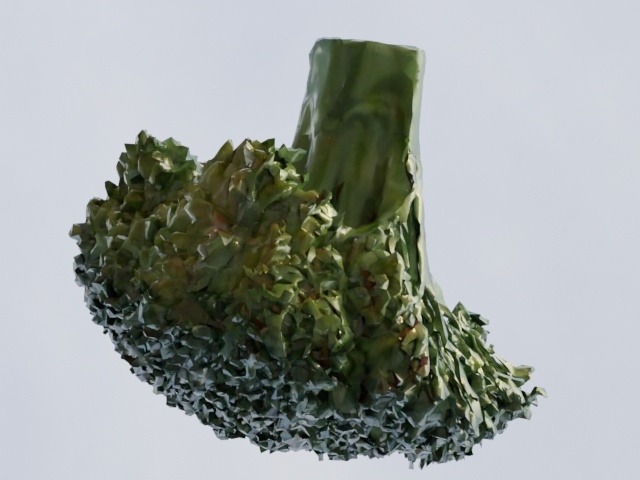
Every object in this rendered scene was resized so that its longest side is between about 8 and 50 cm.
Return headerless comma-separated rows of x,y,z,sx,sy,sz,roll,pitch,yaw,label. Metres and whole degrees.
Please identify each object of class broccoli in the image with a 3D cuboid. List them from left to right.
0.000,0.000,0.745,0.220,0.194,0.194,11,-108,12,broccoli
